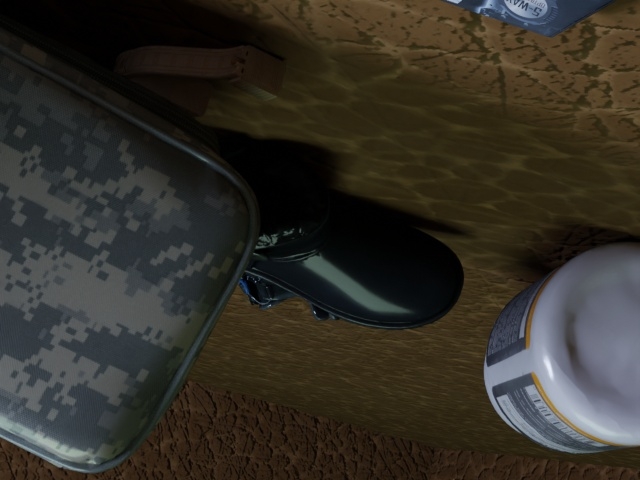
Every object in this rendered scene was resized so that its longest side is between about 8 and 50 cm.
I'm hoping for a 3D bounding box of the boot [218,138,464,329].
[{"bbox_3d":[0.000,0.000,1.132,0.247,0.094,0.207,18,172,3],"label":"boot"}]

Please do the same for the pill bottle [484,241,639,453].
[{"bbox_3d":[0.231,0.101,1.215,0.162,0.162,0.278,13,169,-2],"label":"pill bottle"}]

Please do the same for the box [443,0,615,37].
[{"bbox_3d":[0.087,-0.122,0.652,0.083,0.018,0.067,16,168,-17],"label":"box"}]

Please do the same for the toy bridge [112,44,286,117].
[{"bbox_3d":[-0.101,-0.103,0.923,0.063,0.026,0.188,23,164,-33],"label":"toy bridge"}]

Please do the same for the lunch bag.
[{"bbox_3d":[-0.211,-0.030,0.874,0.305,0.212,0.256,28,-179,-14],"label":"lunch bag"}]

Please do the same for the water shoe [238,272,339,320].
[{"bbox_3d":[-0.053,0.022,1.333,0.203,0.080,0.073,18,167,-25],"label":"water shoe"}]
